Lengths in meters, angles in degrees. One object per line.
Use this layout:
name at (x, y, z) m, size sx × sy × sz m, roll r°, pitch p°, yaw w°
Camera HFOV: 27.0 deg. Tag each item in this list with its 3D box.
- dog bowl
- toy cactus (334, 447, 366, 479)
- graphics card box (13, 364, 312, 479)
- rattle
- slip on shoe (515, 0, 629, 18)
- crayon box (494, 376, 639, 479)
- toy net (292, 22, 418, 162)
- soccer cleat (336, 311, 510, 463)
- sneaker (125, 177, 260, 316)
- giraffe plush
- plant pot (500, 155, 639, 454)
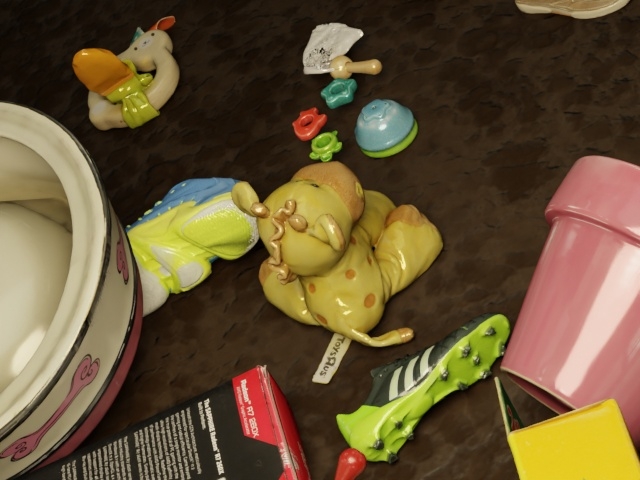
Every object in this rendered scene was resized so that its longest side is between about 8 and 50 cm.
dog bowl at (-0.353, 0.072, 1.292) m, size 0.408 × 0.150 × 0.408 m, roll -10°, pitch 58°, yaw 17°
toy cactus at (0.053, 0.278, 0.974) m, size 0.180 × 0.219 × 0.112 m, roll -46°, pitch -1°, yaw -10°
graphics card box at (-0.175, 0.283, 1.137) m, size 0.371 × 0.094 × 0.233 m, roll -25°, pitch 43°, yaw 4°
rattle at (-0.248, -0.245, 1.658) m, size 0.130 × 0.143 × 0.200 m, roll -18°, pitch 46°, yaw 41°
slip on shoe at (0.273, -0.276, 1.461) m, size 0.135 × 0.041 × 0.051 m, roll 10°, pitch 56°, yaw 36°
crayon box at (0.207, 0.250, 0.872) m, size 0.081 × 0.202 × 0.318 m, roll -21°, pitch 43°, yaw 9°
toy net at (0.021, -0.163, 1.496) m, size 0.122 × 0.045 × 0.232 m, roll -29°, pitch 40°, yaw 5°
soccer cleat at (0.089, 0.119, 1.174) m, size 0.179 × 0.060 × 0.072 m, roll -41°, pitch 42°, yaw -8°
sneaker at (-0.167, 0.005, 1.424) m, size 0.240 × 0.091 × 0.126 m, roll -21°, pitch 24°, yaw 11°
giraffe plush at (0.000, 0.000, 1.252) m, size 0.181 × 0.170 × 0.210 m, roll -8°, pitch 47°, yaw 23°
plant pot at (0.244, 0.061, 1.058) m, size 0.201 × 0.201 × 0.180 m, roll 28°, pitch 83°, yaw 43°
